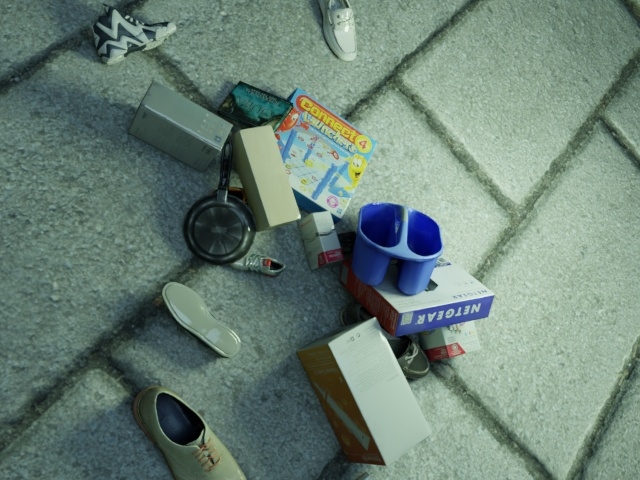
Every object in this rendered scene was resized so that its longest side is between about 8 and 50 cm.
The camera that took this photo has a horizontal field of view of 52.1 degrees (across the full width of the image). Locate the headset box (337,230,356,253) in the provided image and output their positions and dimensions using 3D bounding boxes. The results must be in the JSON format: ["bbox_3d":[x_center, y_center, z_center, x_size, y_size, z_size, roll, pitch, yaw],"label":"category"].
[{"bbox_3d":[0.071,0.010,1.972,0.083,0.032,0.062,-9,80,-29],"label":"headset box"}]

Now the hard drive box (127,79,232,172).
[{"bbox_3d":[-0.378,-0.299,1.755,0.232,0.181,0.089,28,65,-17],"label":"hard drive box"}]

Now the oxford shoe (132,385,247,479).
[{"bbox_3d":[-0.299,0.517,1.579,0.397,0.146,0.140,48,60,-7],"label":"oxford shoe"}]

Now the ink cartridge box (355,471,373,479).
[{"bbox_3d":[0.101,0.748,1.784,0.179,0.045,0.145,-35,93,-11],"label":"ink cartridge box"}]

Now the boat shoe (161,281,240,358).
[{"bbox_3d":[-0.316,0.209,1.699,0.254,0.079,0.095,41,60,-13],"label":"boat shoe"}]

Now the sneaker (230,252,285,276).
[{"bbox_3d":[-0.172,0.060,1.813,0.161,0.075,0.057,16,69,-22],"label":"sneaker"}]

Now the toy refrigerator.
[{"bbox_3d":[-0.156,-0.167,1.786,0.102,0.094,0.269,-17,88,-32],"label":"toy refrigerator"}]

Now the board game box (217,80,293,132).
[{"bbox_3d":[-0.189,-0.384,1.907,0.186,0.026,0.126,25,65,15],"label":"board game box"}]

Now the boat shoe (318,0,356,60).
[{"bbox_3d":[0.064,-0.727,2.141,0.098,0.096,0.276,-14,82,-29],"label":"boat shoe"}]

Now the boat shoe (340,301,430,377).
[{"bbox_3d":[0.204,0.297,1.919,0.335,0.095,0.112,38,63,-12],"label":"boat shoe"}]

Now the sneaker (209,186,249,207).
[{"bbox_3d":[-0.201,-0.103,1.842,0.215,0.083,0.084,9,70,-25],"label":"sneaker"}]

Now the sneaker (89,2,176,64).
[{"bbox_3d":[-0.529,-0.600,1.815,0.235,0.094,0.153,-32,100,-20],"label":"sneaker"}]

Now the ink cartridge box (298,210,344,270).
[{"bbox_3d":[0.000,0.000,1.895,0.063,0.109,0.150,-11,81,-27],"label":"ink cartridge box"}]

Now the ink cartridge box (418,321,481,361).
[{"bbox_3d":[0.382,0.265,1.998,0.128,0.127,0.176,-9,79,-28],"label":"ink cartridge box"}]

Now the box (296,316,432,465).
[{"bbox_3d":[0.112,0.409,1.775,0.168,0.215,0.345,-24,87,-29],"label":"box"}]

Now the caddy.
[{"bbox_3d":[0.215,-0.001,1.846,0.242,0.179,0.341,13,26,-1],"label":"caddy"}]

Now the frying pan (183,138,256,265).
[{"bbox_3d":[-0.241,-0.085,1.753,0.197,0.053,0.326,28,96,-4],"label":"frying pan"}]

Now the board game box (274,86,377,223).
[{"bbox_3d":[-0.020,-0.250,1.970,0.308,0.086,0.301,32,65,-15],"label":"board game box"}]

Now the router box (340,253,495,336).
[{"bbox_3d":[0.275,0.137,1.897,0.336,0.301,0.082,-7,120,-28],"label":"router box"}]
